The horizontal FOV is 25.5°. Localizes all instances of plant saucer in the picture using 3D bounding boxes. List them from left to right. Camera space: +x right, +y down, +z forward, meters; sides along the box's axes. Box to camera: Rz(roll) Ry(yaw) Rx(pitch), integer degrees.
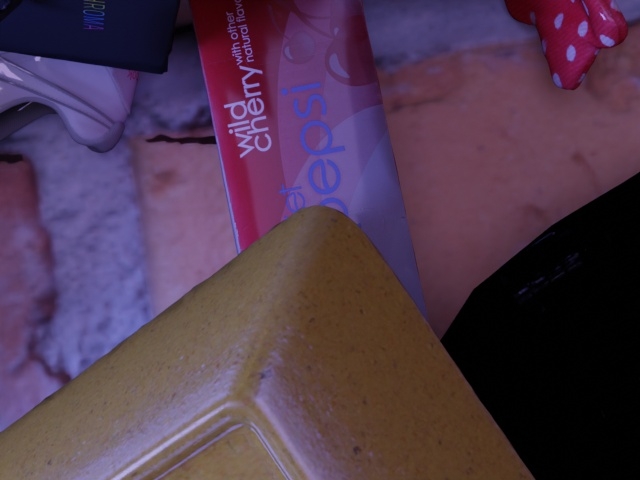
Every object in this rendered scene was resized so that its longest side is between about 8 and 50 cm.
[{"bbox_3d":[-0.039,0.208,0.621,0.333,0.081,0.332,-36,85,21],"label":"plant saucer"}]

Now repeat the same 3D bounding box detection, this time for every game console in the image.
[{"bbox_3d":[0.203,0.147,0.678,0.213,0.044,0.361,-31,95,-26],"label":"game console"}]

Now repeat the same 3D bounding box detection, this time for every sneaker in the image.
[{"bbox_3d":[-0.201,-0.092,0.709,0.232,0.090,0.115,8,88,2],"label":"sneaker"}]

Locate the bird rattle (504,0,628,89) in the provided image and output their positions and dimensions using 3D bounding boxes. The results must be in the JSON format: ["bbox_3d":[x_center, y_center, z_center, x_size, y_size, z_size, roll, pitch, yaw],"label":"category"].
[{"bbox_3d":[0.047,-0.182,0.668,0.143,0.207,0.253,-42,76,15],"label":"bird rattle"}]

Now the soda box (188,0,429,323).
[{"bbox_3d":[0.000,0.000,0.696,0.083,0.092,0.263,-12,85,-2],"label":"soda box"}]

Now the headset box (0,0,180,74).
[{"bbox_3d":[-0.103,-0.220,0.572,0.131,0.246,0.283,7,81,-9],"label":"headset box"}]
